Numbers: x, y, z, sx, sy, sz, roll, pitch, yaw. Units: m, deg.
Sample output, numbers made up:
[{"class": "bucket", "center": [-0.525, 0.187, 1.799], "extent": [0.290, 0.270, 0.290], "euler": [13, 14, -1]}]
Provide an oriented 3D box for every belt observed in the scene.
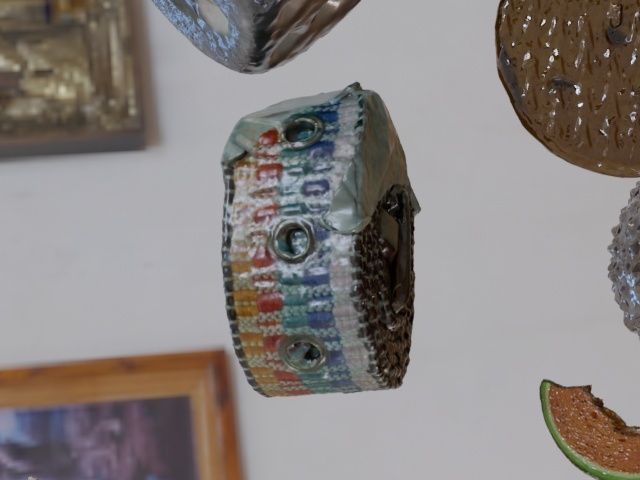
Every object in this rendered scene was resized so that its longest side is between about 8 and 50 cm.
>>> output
[{"class": "belt", "center": [0.000, 0.000, 1.299], "extent": [0.207, 0.150, 0.257], "euler": [38, -130, -70]}]

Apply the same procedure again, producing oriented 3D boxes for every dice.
[{"class": "dice", "center": [-0.051, -0.262, 1.286], "extent": [0.183, 0.182, 0.181], "euler": [46, 162, 13]}]

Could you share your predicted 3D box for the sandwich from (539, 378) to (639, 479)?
[{"class": "sandwich", "center": [0.240, 0.166, 1.327], "extent": [0.029, 0.135, 0.067], "euler": [-10, -49, -59]}]

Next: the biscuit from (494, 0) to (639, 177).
[{"class": "biscuit", "center": [0.233, -0.151, 1.161], "extent": [0.036, 0.212, 0.212], "euler": [-15, -78, -82]}]

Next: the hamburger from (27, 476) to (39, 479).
[{"class": "hamburger", "center": [-0.236, 0.264, 0.968], "extent": [0.138, 0.243, 0.261], "euler": [77, -146, -53]}]

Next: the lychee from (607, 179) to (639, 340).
[{"class": "lychee", "center": [0.399, 0.010, 1.349], "extent": [0.300, 0.300, 0.300], "euler": [177, 90, -82]}]
